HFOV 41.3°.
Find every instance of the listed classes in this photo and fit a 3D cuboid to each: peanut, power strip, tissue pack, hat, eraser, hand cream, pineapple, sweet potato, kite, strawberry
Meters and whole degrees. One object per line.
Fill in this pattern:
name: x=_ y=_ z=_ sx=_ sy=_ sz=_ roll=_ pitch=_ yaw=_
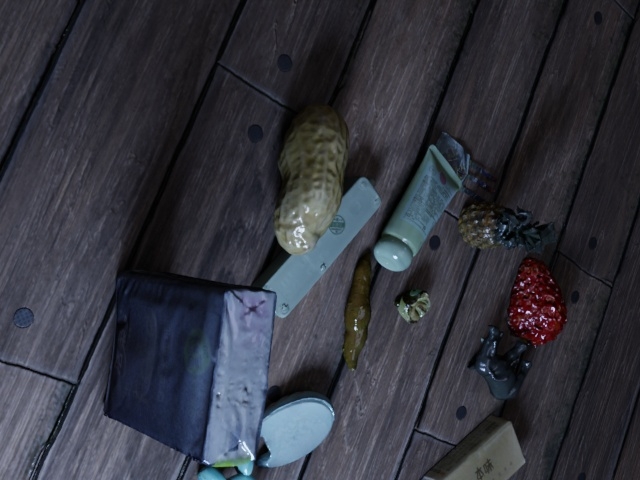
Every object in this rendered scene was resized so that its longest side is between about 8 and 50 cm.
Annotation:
peanut: x=-0.024 y=-0.129 z=1.757 sx=0.140 sy=0.153 sz=0.325 roll=30 pitch=72 yaw=-64
power strip: x=0.000 y=0.000 z=1.843 sx=0.385 sy=0.062 sz=0.091 roll=-49 pitch=119 yaw=-21
tissue pack: x=-0.239 y=0.207 z=1.485 sx=0.124 sy=0.394 sz=0.288 roll=9 pitch=88 yaw=-37
hat: x=0.216 y=0.151 z=2.015 sx=0.077 sy=0.059 sz=0.076 roll=-41 pitch=132 yaw=-20
eraser: x=0.374 y=0.598 z=2.153 sx=0.343 sy=0.078 sz=0.144 roll=-34 pitch=111 yaw=-29
hand cream: x=0.230 y=-0.067 z=1.986 sx=0.147 sy=0.093 sz=0.306 roll=47 pitch=66 yaw=-31
pineapple: x=0.452 y=-0.029 z=2.052 sx=0.128 sy=0.248 sz=0.128 roll=-6 pitch=100 yaw=-34
sweet potato: x=0.087 y=0.156 z=1.921 sx=0.067 sy=0.067 sz=0.274 roll=14 pitch=80 yaw=-36
kite: x=0.358 y=-0.164 z=2.115 sx=0.245 sy=0.015 sz=0.141 roll=25 pitch=82 yaw=-33
strawberry: x=0.594 y=0.165 z=2.253 sx=0.190 sy=0.111 sz=0.237 roll=-8 pitch=98 yaw=-33

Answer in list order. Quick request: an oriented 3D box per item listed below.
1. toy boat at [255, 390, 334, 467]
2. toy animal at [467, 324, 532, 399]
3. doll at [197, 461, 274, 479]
toy boat: x=-0.066 y=0.401 z=1.835 sx=0.207 sy=0.079 sz=0.134 roll=-29 pitch=102 yaw=-19
toy animal: x=0.465 y=0.316 z=2.171 sx=0.146 sy=0.114 sz=0.245 roll=-51 pitch=119 yaw=-22
doll: x=-0.156 y=0.507 z=1.744 sx=0.159 sy=0.059 sz=0.159 roll=-18 pitch=75 yaw=-32
